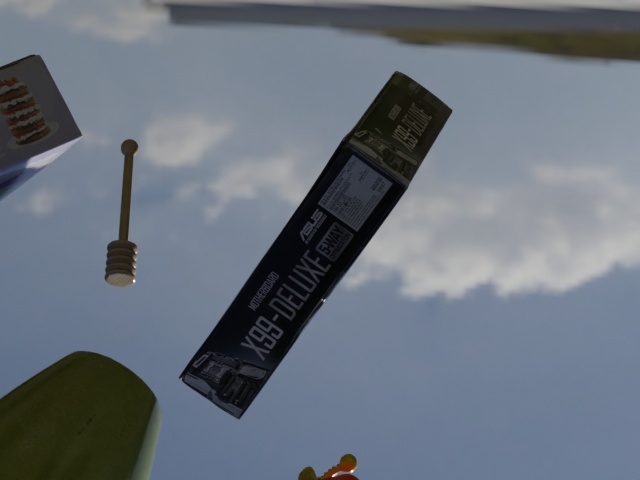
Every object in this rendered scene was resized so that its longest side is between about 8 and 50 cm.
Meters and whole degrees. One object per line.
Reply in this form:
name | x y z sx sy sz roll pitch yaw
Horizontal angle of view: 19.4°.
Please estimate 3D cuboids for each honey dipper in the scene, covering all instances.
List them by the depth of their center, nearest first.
honey dipper | -0.189 -0.031 1.804 0.030 0.160 0.030 0 149 0

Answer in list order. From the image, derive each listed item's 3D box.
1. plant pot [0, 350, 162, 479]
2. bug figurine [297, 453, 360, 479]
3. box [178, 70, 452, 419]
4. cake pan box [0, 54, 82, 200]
plant pot | -0.305 0.274 2.087 0.275 0.274 0.293 11 -131 29
bug figurine | -0.017 0.260 0.990 0.279 0.216 0.072 -41 -164 -12
box | 0.000 0.000 1.840 0.076 0.307 0.242 35 -154 -1
cake pan box | -0.312 -0.007 1.148 0.267 0.070 0.246 -27 176 -43
